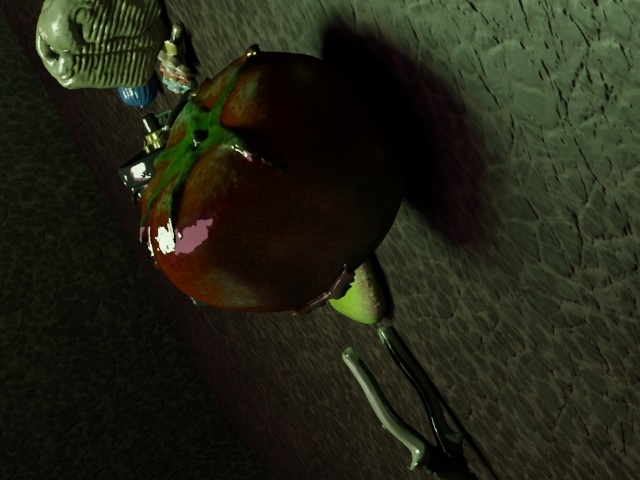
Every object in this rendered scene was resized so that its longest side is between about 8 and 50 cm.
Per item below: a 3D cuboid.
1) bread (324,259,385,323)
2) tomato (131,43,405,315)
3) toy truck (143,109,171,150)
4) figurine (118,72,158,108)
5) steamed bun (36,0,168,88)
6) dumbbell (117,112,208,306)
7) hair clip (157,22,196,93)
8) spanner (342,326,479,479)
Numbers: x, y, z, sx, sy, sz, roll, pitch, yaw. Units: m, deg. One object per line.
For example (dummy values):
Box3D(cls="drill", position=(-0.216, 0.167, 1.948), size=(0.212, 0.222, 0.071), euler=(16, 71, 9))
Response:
Box3D(cls="bread", position=(-0.002, -0.004, 1.800), size=(0.301, 0.045, 0.301), euler=(53, 164, 22))
Box3D(cls="tomato", position=(-0.050, -0.057, 1.366), size=(0.239, 0.303, 0.303), euler=(33, 178, -27))
Box3D(cls="toy truck", position=(-0.264, -0.148, 2.337), size=(0.178, 0.080, 0.115), euler=(52, 156, 28))
Box3D(cls="figurine", position=(-0.362, -0.321, 2.308), size=(0.149, 0.087, 0.086), euler=(54, -157, 21))
Box3D(cls="steamed bun", position=(-0.356, -0.354, 1.962), size=(0.144, 0.218, 0.211), euler=(50, 138, 33))
Box3D(cls="dumbbell", position=(-0.206, -0.046, 2.127), size=(0.388, 0.185, 0.185), euler=(61, 166, -12))
Box3D(cls="hair clip", position=(-0.233, -0.279, 1.990), size=(0.062, 0.056, 0.214), euler=(23, 160, 4))
Box3D(cls="spanner", position=(0.150, 0.276, 1.765), size=(0.325, 0.095, 0.040), euler=(56, 167, 12))
